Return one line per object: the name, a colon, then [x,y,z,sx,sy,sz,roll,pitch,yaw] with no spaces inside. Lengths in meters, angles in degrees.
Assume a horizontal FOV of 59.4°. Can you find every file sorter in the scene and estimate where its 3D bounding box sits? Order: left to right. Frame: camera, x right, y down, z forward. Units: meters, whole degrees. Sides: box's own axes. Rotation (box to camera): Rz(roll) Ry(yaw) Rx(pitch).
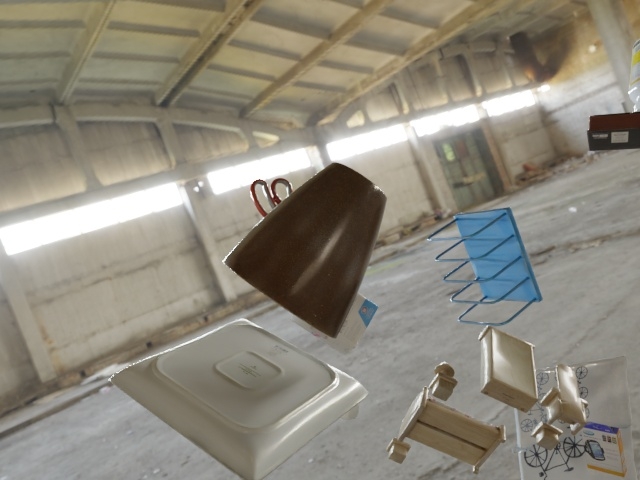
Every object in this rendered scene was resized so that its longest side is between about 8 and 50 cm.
file sorter: [0.271,0.046,0.948,0.104,0.170,0.118,-29,12,-31]

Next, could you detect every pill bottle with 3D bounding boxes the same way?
pill bottle: [0.760,-0.369,1.274,0.103,0.184,0.103,12,-15,3]

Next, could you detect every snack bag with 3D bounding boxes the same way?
snack bag: [0.613,0.464,1.350,0.323,0.342,0.037,-6,1,-12]

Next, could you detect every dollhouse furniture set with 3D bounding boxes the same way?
dollhouse furniture set: [0.363,0.392,1.277,0.174,0.303,0.355,-64,-3,-55]

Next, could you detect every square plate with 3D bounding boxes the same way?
square plate: [-0.135,0.252,1.024,0.347,0.049,0.344,23,23,30]

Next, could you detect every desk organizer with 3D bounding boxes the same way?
desk organizer: [0.379,-0.138,0.643,0.130,0.050,0.047,2,-21,30]

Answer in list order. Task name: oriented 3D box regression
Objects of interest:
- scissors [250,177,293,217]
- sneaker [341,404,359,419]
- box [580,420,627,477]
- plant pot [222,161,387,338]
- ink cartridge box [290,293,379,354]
scissors: [-0.073,-0.015,1.320,0.109,0.297,0.021,-20,-5,-33]
sneaker: [-0.007,0.414,1.512,0.123,0.106,0.290,0,4,-29]
box: [0.648,0.471,1.288,0.081,0.136,0.028,0,21,45]
plant pot: [0.000,0.000,0.893,0.230,0.215,0.215,-55,3,-4]
ink cartridge box: [0.016,0.131,1.045,0.092,0.143,0.090,-56,-2,-24]
